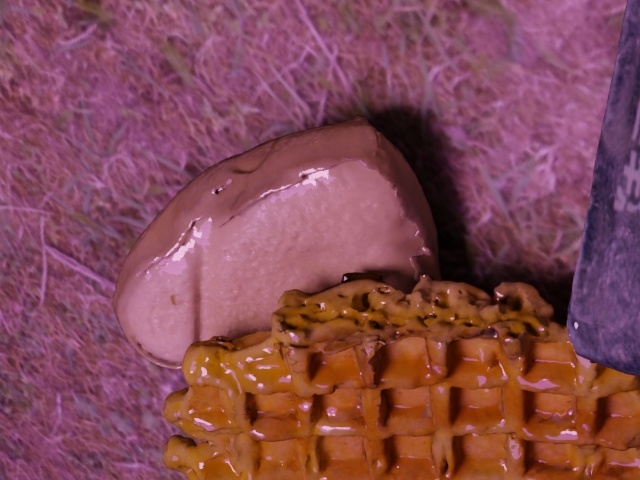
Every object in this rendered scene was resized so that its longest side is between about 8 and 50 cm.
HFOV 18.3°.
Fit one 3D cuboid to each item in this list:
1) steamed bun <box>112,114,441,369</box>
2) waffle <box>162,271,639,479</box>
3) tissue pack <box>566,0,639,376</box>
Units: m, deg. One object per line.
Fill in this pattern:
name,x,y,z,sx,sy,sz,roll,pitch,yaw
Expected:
steamed bun,-0.026,0.010,1.283,0.212,0.110,0.231,-1,126,9
waffle,0.061,0.127,1.261,0.312,0.060,0.307,26,127,-15
tissue pack,0.270,-0.024,0.904,0.316,0.103,0.228,12,93,48
